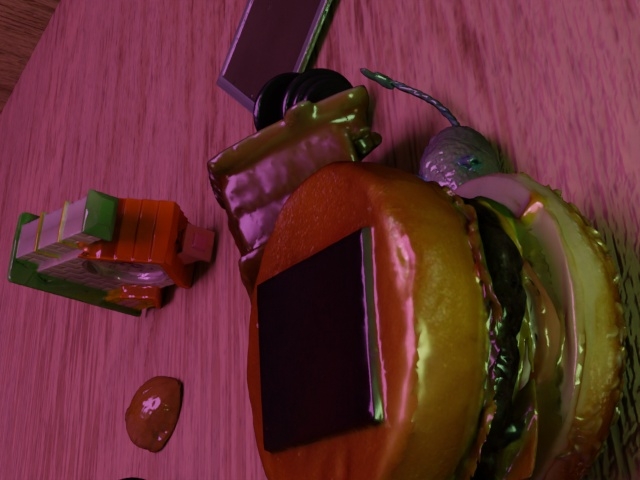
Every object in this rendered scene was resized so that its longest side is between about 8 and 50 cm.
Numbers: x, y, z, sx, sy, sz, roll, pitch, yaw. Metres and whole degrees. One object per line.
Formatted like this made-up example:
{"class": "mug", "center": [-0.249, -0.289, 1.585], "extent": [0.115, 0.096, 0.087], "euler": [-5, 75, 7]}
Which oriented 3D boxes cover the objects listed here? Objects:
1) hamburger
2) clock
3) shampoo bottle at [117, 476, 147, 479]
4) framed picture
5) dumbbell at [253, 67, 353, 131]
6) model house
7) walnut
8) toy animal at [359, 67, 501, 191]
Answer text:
{"class": "hamburger", "center": [0.086, 0.077, 0.856], "extent": [0.291, 0.225, 0.291], "euler": [-29, 57, 58]}
{"class": "clock", "center": [-0.283, 0.016, 1.655], "extent": [0.255, 0.219, 0.106], "euler": [-16, 61, 51]}
{"class": "shampoo bottle", "center": [-0.195, 0.375, 1.382], "extent": [0.284, 0.101, 0.101], "euler": [26, 99, 64]}
{"class": "framed picture", "center": [-0.057, -0.285, 1.597], "extent": [0.232, 0.019, 0.296], "euler": [-67, 26, 12]}
{"class": "dumbbell", "center": [-0.015, -0.144, 1.334], "extent": [0.208, 0.099, 0.099], "euler": [12, 86, 64]}
{"class": "model house", "center": [-0.001, -0.002, 1.172], "extent": [0.219, 0.199, 0.229], "euler": [37, -148, -79]}
{"class": "walnut", "center": [-0.234, 0.234, 1.602], "extent": [0.121, 0.052, 0.091], "euler": [-62, 31, 27]}
{"class": "toy animal", "center": [0.111, -0.092, 1.075], "extent": [0.070, 0.079, 0.253], "euler": [-38, 38, 16]}
